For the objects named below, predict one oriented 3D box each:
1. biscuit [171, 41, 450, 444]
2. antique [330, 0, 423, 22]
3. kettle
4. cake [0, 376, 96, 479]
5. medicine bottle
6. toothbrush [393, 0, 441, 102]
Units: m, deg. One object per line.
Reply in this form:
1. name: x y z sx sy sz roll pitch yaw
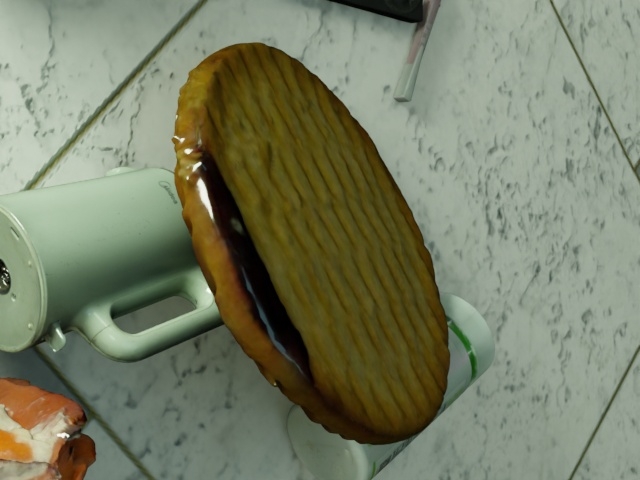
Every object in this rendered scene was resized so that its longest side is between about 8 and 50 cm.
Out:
1. biscuit: 0.000 0.000 0.957 0.318 0.040 0.318 42 34 -38
2. antique: 0.019 -0.212 1.081 0.192 0.015 0.031 4 87 -45
3. kettle: -0.144 0.012 0.847 0.148 0.127 0.098 -17 120 -46
4. cake: -0.255 0.156 0.750 0.287 0.135 0.098 -16 117 -34
5. medicine bottle: 0.060 0.122 1.076 0.183 0.086 0.086 -36 115 -39
6. toothbrush: 0.098 -0.212 1.161 0.017 0.014 0.194 29 70 -42
